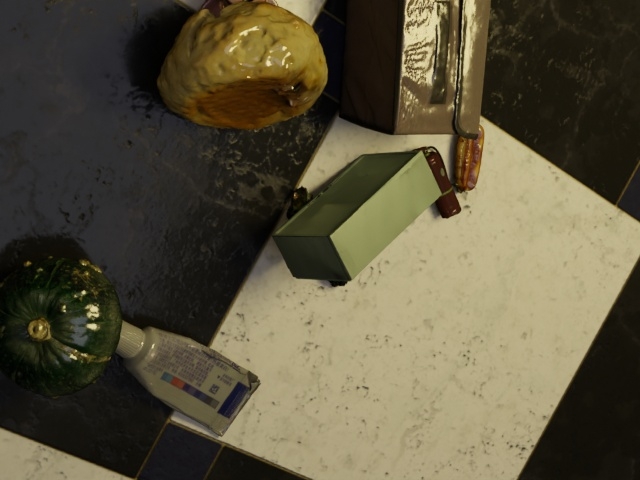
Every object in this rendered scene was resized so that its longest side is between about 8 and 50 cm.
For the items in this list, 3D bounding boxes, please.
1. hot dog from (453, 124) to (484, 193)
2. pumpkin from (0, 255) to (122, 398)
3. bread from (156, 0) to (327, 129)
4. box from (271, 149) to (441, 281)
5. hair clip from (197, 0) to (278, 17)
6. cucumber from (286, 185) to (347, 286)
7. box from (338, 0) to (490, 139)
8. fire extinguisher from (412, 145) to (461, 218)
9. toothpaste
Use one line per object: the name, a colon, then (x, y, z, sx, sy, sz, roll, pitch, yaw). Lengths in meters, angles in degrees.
hot dog: (0.237, -0.135, 1.721, 0.049, 0.037, 0.122, -2, 109, -34)
pumpkin: (-0.362, 0.115, 1.451, 0.190, 0.146, 0.190, -1, 70, 2)
bread: (-0.102, -0.243, 1.453, 0.244, 0.244, 0.134, -2, 73, -23)
box: (0.056, -0.037, 1.573, 0.225, 0.129, 0.086, -42, 117, -32)
hair clip: (-0.126, -0.363, 1.515, 0.123, 0.102, 0.138, -17, 76, -20)
cucumber: (0.000, 0.000, 1.645, 0.053, 0.053, 0.181, -36, 116, -12)
box: (0.134, -0.286, 1.561, 0.153, 0.188, 0.252, -4, 106, -25)
fire extinguisher: (0.187, -0.099, 1.704, 0.056, 0.039, 0.132, -41, 116, -34)
toothpaste: (-0.214, 0.192, 1.596, 0.099, 0.068, 0.282, -37, 128, 22)
